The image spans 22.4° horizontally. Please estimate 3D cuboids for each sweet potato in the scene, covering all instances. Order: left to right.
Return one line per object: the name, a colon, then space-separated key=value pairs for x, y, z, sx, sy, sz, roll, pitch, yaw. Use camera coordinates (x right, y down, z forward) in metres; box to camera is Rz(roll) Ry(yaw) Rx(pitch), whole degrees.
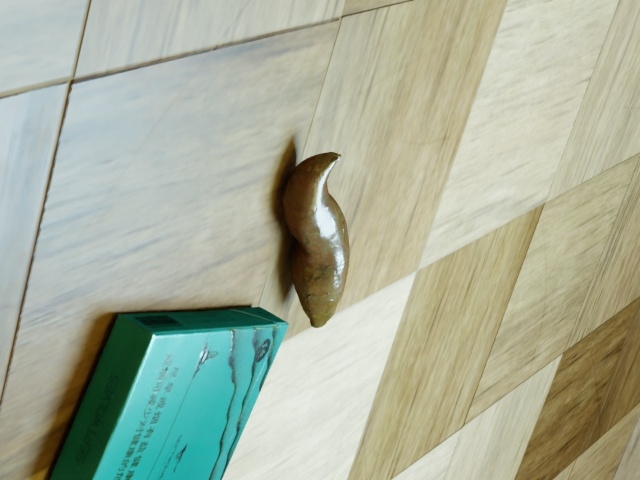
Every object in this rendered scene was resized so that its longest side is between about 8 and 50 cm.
sweet potato: x=-0.002 y=0.000 z=1.386 sx=0.055 sy=0.058 sz=0.202 roll=-11 pitch=137 yaw=-5

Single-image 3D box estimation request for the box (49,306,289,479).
box: x=-0.118 y=0.134 z=1.299 sx=0.226 sy=0.042 sz=0.161 roll=1 pitch=116 yaw=-64
